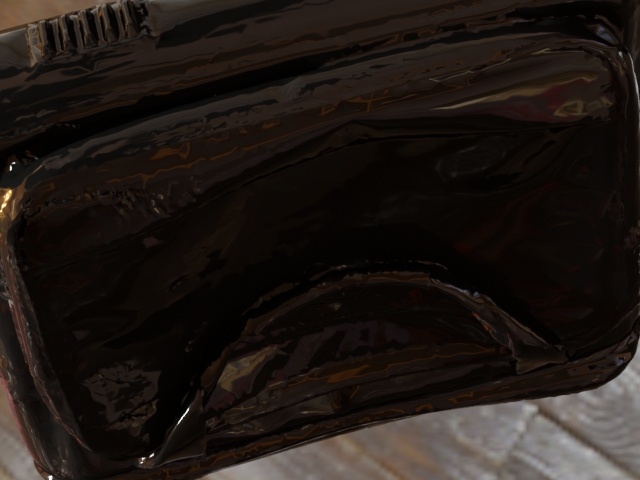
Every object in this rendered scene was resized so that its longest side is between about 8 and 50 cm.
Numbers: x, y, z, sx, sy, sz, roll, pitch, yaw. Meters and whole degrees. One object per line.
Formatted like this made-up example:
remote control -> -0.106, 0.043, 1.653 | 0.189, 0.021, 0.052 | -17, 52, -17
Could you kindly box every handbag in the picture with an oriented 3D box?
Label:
handbag -> 0.000, 0.000, 0.765 | 0.275, 0.244, 0.088 | -15, 47, -7
